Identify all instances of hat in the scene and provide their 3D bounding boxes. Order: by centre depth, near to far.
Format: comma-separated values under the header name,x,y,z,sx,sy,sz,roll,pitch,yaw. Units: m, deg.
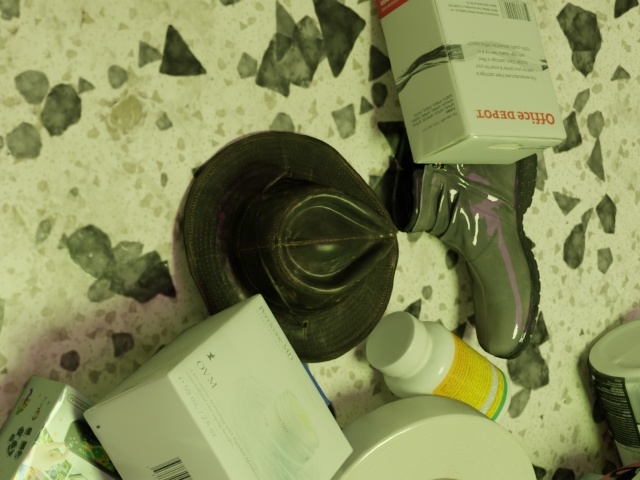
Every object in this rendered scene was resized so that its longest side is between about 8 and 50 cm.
name,x,y,z,sx,sy,sz,roll,pitch,yaw
hat,0.000,0.000,1.618,0.331,0.134,0.331,9,75,-36

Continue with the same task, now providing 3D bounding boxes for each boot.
name,x,y,z,sx,sy,sz,roll,pitch,yaw
boot,0.192,-0.005,1.825,0.222,0.118,0.338,8,75,-37

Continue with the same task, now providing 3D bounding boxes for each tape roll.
name,x,y,z,sx,sy,sz,roll,pitch,yaw
tape roll,0.121,0.398,1.735,0.392,0.072,0.392,-11,112,-28

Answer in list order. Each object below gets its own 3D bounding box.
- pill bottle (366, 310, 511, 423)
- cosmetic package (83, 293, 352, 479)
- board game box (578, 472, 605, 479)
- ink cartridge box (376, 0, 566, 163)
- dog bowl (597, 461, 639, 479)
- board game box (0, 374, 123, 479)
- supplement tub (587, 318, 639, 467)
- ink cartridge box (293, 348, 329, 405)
name,x,y,z,sx,sy,sz,roll,pitch,yaw
pill bottle,0.160,0.183,1.793,0.208,0.117,0.118,37,70,-35
cosmetic package,-0.106,0.217,1.463,0.224,0.138,0.224,59,30,-7
board game box,0.388,0.584,2.037,0.318,0.066,0.319,-30,111,-34
ink cartridge box,0.201,-0.244,1.752,0.197,0.114,0.273,-2,73,-39
dog bowl,0.505,0.509,1.925,0.407,0.150,0.408,-6,106,-21
board game box,-0.297,0.338,1.438,0.224,0.097,0.303,40,68,-33
supplement tub,0.561,0.296,2.082,0.193,0.193,0.316,-36,115,-32
ink cartridge box,-0.085,0.238,1.639,0.207,0.046,0.097,-47,120,-28
